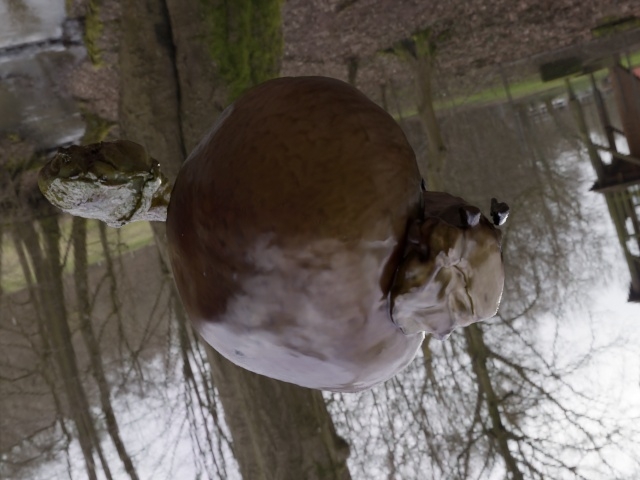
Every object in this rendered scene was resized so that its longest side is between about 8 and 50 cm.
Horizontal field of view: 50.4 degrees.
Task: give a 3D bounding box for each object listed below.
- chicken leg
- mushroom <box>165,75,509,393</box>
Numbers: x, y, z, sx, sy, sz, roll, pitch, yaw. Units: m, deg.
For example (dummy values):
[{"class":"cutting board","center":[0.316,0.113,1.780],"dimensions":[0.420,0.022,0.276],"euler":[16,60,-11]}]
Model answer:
[{"class":"chicken leg","center":[-0.206,-0.055,0.793],"dimensions":[0.227,0.103,0.088],"euler":[18,-156,-24]},{"class":"mushroom","center":[-0.001,0.004,0.532],"dimensions":[0.283,0.264,0.195],"euler":[-2,-160,32]}]
